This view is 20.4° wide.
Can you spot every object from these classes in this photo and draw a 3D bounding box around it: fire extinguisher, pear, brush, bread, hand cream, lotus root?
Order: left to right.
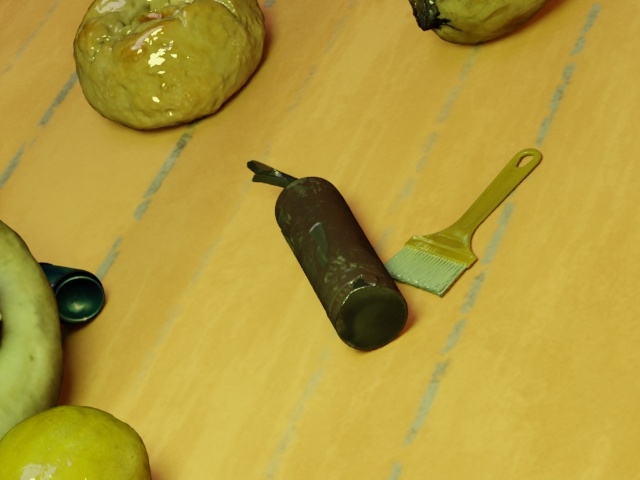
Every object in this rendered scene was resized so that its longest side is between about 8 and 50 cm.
[{"bbox_3d":[-0.356,0.048,1.866,0.271,0.061,0.120,4,3,33],"label":"hand cream"},{"bbox_3d":[-0.220,0.221,1.534,0.149,0.148,0.162,2,35,32],"label":"pear"},{"bbox_3d":[-0.186,-0.237,2.068,0.245,0.134,0.244,-13,40,11],"label":"bread"},{"bbox_3d":[0.000,0.000,1.715,0.072,0.089,0.267,-64,30,23],"label":"fire extinguisher"},{"bbox_3d":[0.148,-0.024,1.721,0.083,0.011,0.205,18,54,44],"label":"brush"},{"bbox_3d":[0.194,-0.290,1.919,0.214,0.138,0.138,-26,37,-2],"label":"lotus root"}]

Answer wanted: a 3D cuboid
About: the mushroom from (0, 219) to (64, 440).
[{"bbox_3d":[-0.400,0.084,1.639,0.260,0.352,0.352,-34,26,41],"label":"mushroom"}]
